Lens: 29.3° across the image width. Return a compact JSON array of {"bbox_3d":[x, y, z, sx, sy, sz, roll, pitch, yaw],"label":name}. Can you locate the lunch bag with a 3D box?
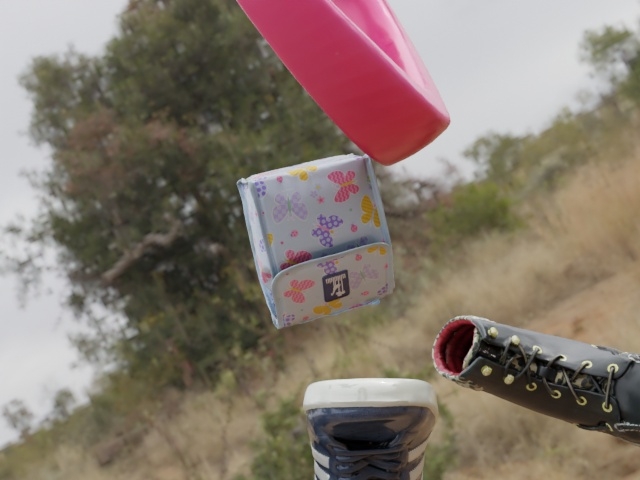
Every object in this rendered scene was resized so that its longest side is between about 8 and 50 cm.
[{"bbox_3d":[0.000,0.000,0.657,0.071,0.083,0.053,-13,8,-12],"label":"lunch bag"}]

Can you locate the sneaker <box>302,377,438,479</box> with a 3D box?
[{"bbox_3d":[0.049,0.237,1.194,0.131,0.148,0.350,0,-24,5],"label":"sneaker"}]

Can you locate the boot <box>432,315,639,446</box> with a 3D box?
[{"bbox_3d":[0.227,0.130,1.148,0.179,0.085,0.236,18,-6,-21],"label":"boot"}]

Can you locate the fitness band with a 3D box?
[{"bbox_3d":[-0.005,-0.153,0.694,0.054,0.209,0.291,-35,22,13],"label":"fitness band"}]
